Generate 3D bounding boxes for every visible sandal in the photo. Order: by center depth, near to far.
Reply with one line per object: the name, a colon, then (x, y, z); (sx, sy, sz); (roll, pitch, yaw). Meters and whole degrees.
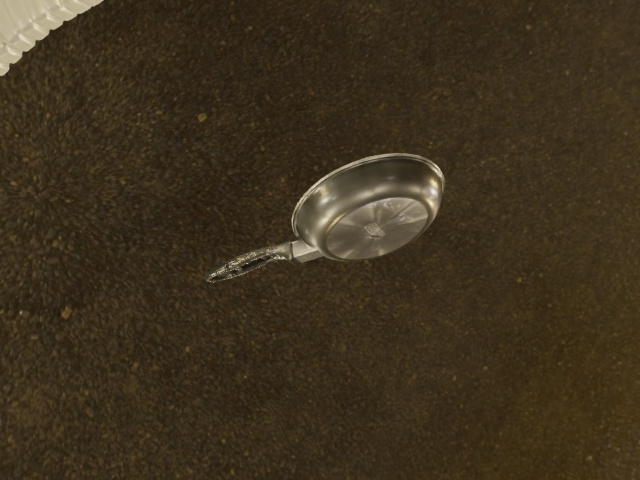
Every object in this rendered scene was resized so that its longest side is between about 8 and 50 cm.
sandal: (-0.426, -0.371, 0.755); (0.416, 0.169, 0.102); (-44, 78, -8)

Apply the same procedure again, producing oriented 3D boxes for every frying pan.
frying pan: (0.001, -0.016, 0.661); (0.326, 0.197, 0.053); (-14, 59, -5)
